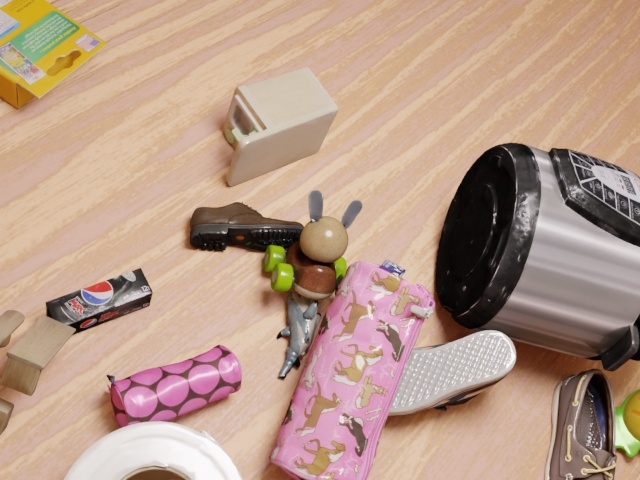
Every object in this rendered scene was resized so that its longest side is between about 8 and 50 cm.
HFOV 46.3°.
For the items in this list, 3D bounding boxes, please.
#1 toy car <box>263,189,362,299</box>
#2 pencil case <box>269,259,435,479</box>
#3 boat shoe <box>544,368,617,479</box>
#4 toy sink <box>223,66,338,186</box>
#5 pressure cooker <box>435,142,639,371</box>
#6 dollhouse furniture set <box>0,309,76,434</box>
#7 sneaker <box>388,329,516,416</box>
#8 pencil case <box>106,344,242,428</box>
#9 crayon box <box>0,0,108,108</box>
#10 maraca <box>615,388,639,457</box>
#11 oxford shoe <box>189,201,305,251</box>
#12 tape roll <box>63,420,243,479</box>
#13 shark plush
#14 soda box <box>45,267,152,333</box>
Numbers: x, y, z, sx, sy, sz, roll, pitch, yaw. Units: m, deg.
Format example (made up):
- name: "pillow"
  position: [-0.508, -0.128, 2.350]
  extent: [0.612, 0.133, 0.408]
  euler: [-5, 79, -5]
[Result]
- name: "toy car"
  position: [0.000, 0.000, 1.364]
  extent: [0.154, 0.189, 0.149]
  euler: [10, 22, -20]
- name: "pencil case"
  position: [0.055, 0.227, 1.236]
  extent: [0.160, 0.167, 0.386]
  euler: [28, 73, -13]
- name: "boat shoe"
  position: [0.490, 0.394, 1.377]
  extent: [0.116, 0.097, 0.325]
  euler: [19, 56, -8]
- name: "toy sink"
  position: [-0.108, -0.233, 1.507]
  extent: [0.234, 0.153, 0.131]
  euler: [-26, 72, -29]
- name: "pressure cooker"
  position: [0.473, 0.030, 1.432]
  extent: [0.420, 0.375, 0.370]
  euler: [16, 89, -10]
- name: "dollhouse furniture set"
  position: [-0.490, 0.196, 1.159]
  extent: [0.144, 0.151, 0.123]
  euler: [24, 20, -4]
- name: "sneaker"
  position: [0.190, 0.250, 1.353]
  extent: [0.320, 0.127, 0.126]
  euler: [-11, 68, 3]
- name: "pencil case"
  position: [-0.238, 0.236, 1.225]
  extent: [0.209, 0.098, 0.095]
  euler: [-14, 109, -27]
- name: "crayon box"
  position: [-0.611, -0.397, 1.469]
  extent: [0.322, 0.083, 0.203]
  euler: [34, 55, 3]
- name: "maraca"
  position: [0.641, 0.352, 1.460]
  extent: [0.185, 0.099, 0.127]
  euler: [-19, 55, -1]
- name: "oxford shoe"
  position: [-0.134, -0.035, 1.424]
  extent: [0.227, 0.083, 0.096]
  euler: [5, 55, -18]
- name: "tape roll"
  position: [-0.248, 0.417, 1.102]
  extent: [0.286, 0.100, 0.286]
  euler: [9, 58, -14]
- name: "shark plush"
  position: [-0.047, 0.174, 1.365]
  extent: [0.067, 0.073, 0.161]
  euler: [11, 77, 10]
- name: "soda box"
  position: [-0.373, 0.107, 1.266]
  extent: [0.168, 0.060, 0.053]
  euler: [-22, 71, -28]
